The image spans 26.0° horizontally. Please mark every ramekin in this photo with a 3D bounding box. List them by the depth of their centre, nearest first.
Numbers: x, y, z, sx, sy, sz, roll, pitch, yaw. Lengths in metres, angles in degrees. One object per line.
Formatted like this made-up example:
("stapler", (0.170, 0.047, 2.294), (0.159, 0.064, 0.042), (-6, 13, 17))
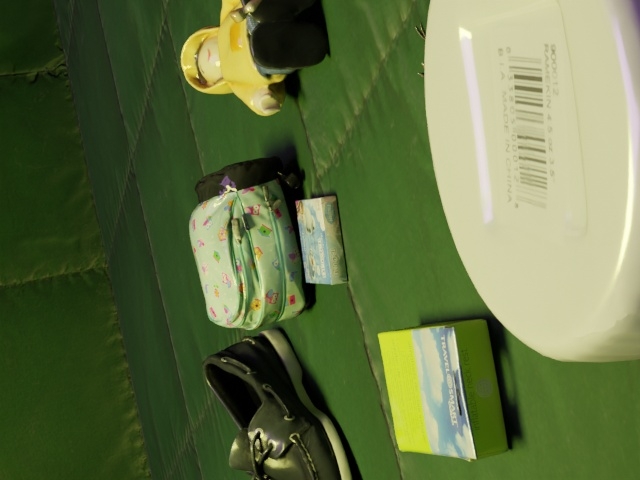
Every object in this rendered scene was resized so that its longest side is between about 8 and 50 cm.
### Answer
("ramekin", (0.159, -0.068, 0.716), (0.277, 0.135, 0.277), (172, 90, -73))

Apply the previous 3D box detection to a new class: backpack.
("backpack", (-0.080, 0.008, 1.551), (0.152, 0.115, 0.182), (164, 95, -70))

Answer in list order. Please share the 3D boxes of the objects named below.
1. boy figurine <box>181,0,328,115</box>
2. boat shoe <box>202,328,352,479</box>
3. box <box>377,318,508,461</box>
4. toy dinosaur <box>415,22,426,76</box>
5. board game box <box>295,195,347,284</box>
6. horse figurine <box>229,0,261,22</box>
("boy figurine", (-0.078, -0.220, 1.481), (0.285, 0.092, 0.177), (179, 81, -70))
("boat shoe", (-0.055, 0.225, 1.571), (0.340, 0.113, 0.127), (-118, 26, -47))
("box", (0.101, 0.122, 1.142), (0.178, 0.042, 0.109), (161, 99, -72))
("toy dinosaur", (0.110, -0.139, 1.037), (0.090, 0.047, 0.082), (52, 162, -21))
("board game box", (0.000, 0.000, 1.448), (0.090, 0.020, 0.090), (177, 85, -71))
("horse figurine", (-0.056, -0.298, 1.323), (0.066, 0.174, 0.263), (45, 179, -28))
